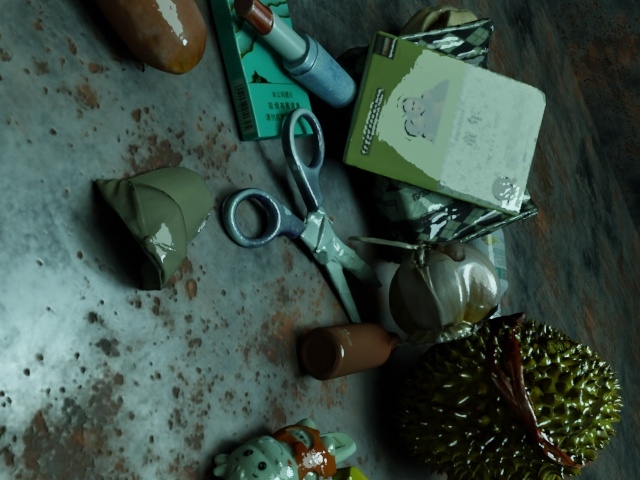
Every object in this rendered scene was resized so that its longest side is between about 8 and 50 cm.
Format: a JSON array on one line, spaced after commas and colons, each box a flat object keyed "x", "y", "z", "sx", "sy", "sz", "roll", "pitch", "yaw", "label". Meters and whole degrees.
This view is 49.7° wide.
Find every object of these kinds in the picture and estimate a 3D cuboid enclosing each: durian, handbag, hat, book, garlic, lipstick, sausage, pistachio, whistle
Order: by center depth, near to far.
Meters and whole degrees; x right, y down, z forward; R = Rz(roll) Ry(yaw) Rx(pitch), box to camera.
[{"x": -0.232, "y": -0.323, "z": 0.844, "sx": 0.259, "sy": 0.113, "sz": 0.113, "roll": 60, "pitch": 38, "yaw": -23, "label": "sausage"}, {"x": -0.182, "y": -0.037, "z": 0.847, "sx": 0.175, "sy": 0.085, "sz": 0.147, "roll": -46, "pitch": 117, "yaw": -49, "label": "hat"}, {"x": -0.039, "y": 0.301, "z": 0.931, "sx": 0.253, "sy": 0.106, "sz": 0.102, "roll": 1, "pitch": 58, "yaw": -49, "label": "whistle"}, {"x": -0.038, "y": -0.294, "z": 1.076, "sx": 0.274, "sy": 0.061, "sz": 0.068, "roll": 30, "pitch": 58, "yaw": -51, "label": "lipstick"}, {"x": 0.161, "y": 0.089, "z": 1.151, "sx": 0.256, "sy": 0.207, "sz": 0.207, "roll": 20, "pitch": 61, "yaw": -22, "label": "garlic"}, {"x": 0.226, "y": -0.198, "z": 1.208, "sx": 0.352, "sy": 0.035, "sz": 0.239, "roll": 15, "pitch": 85, "yaw": -17, "label": "book"}, {"x": 0.329, "y": 0.286, "z": 1.223, "sx": 0.347, "sy": 0.384, "sz": 0.348, "roll": 8, "pitch": 81, "yaw": -61, "label": "durian"}, {"x": 0.233, "y": -0.195, "z": 1.312, "sx": 0.316, "sy": 0.180, "sz": 0.416, "roll": -22, "pitch": 101, "yaw": -16, "label": "handbag"}, {"x": 0.245, "y": -0.369, "z": 1.478, "sx": 0.214, "sy": 0.193, "sz": 0.318, "roll": 51, "pitch": 53, "yaw": -64, "label": "pistachio"}]

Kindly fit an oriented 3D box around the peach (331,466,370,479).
[{"x": 0.038, "y": 0.403, "z": 1.009, "sx": 0.151, "sy": 0.118, "sz": 0.151, "roll": 12, "pitch": 61, "yaw": -23, "label": "peach"}]

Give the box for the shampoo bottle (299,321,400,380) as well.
[{"x": 0.064, "y": 0.178, "z": 1.143, "sx": 0.244, "sy": 0.085, "sz": 0.085, "roll": 8, "pitch": 74, "yaw": -57, "label": "shampoo bottle"}]

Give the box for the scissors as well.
[{"x": 0.000, "y": 0.000, "z": 1.128, "sx": 0.256, "sy": 0.029, "sz": 0.383, "roll": -58, "pitch": 132, "yaw": -30, "label": "scissors"}]

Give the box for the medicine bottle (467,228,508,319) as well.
[{"x": 0.344, "y": 0.076, "z": 1.526, "sx": 0.135, "sy": 0.135, "sz": 0.215, "roll": 20, "pitch": 63, "yaw": -51, "label": "medicine bottle"}]

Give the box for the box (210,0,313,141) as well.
[{"x": -0.087, "y": -0.273, "z": 1.093, "sx": 0.161, "sy": 0.042, "sz": 0.226, "roll": -16, "pitch": 94, "yaw": -57, "label": "box"}]
